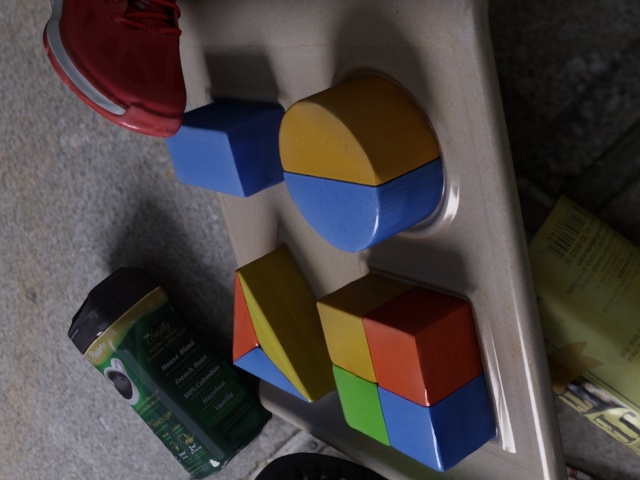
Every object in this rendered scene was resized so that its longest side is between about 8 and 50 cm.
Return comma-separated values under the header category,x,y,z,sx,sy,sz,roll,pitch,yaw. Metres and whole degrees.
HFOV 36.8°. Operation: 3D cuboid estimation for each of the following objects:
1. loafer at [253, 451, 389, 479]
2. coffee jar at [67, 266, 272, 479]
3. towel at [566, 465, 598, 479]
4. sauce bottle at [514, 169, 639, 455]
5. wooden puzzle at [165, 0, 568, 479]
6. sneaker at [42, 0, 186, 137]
category,x,y,z,sx,sy,sz,roll,pitch,yaw
loafer,0.071,0.303,0.737,0.366,0.134,0.130,44,154,-11
coffee jar,-0.131,0.110,0.818,0.184,0.079,0.096,48,148,-1
towel,0.136,0.225,0.772,0.197,0.029,0.144,19,119,18
sauce bottle,0.234,0.093,0.611,0.344,0.111,0.111,37,124,9
wooden puzzle,0.000,0.000,0.626,0.322,0.081,0.347,16,121,53
sneaker,-0.124,-0.179,0.639,0.128,0.087,0.221,-51,52,29
